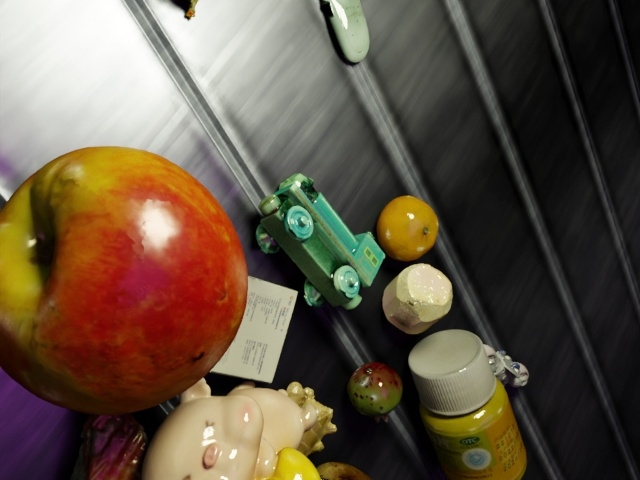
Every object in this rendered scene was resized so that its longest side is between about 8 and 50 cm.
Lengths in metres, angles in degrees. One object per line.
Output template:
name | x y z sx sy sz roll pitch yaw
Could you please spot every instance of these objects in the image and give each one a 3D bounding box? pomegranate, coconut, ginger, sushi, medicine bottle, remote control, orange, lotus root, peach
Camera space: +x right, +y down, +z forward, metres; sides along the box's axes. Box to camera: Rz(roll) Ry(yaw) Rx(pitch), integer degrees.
pomegranate | 0.137 0.352 1.250 0.159 0.129 0.129 42 70 -38
coconut | 0.227 0.141 1.289 0.147 0.153 0.147 9 59 -15
ginger | -0.037 0.413 1.153 0.115 0.081 0.205 14 85 -24
sushi | -0.360 0.428 0.903 0.124 0.130 0.332 10 82 -31
medicine bottle | 0.368 0.433 1.362 0.224 0.224 0.384 -34 113 -29
remote control | 0.047 -0.515 1.163 0.097 0.045 0.256 -31 109 -30
medicine bottle | -0.142 0.175 1.077 0.171 0.052 0.201 20 81 -35
orange | 0.208 -0.027 1.270 0.156 0.124 0.156 0 91 -37
lotus root | 0.050 0.589 1.195 0.314 0.141 0.169 34 79 -34
peach | -0.280 0.063 0.794 0.388 0.388 0.388 -3 96 -36

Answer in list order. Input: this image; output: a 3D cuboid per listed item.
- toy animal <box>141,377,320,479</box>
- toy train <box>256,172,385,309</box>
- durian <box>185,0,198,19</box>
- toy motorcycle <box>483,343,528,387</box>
toy animal | -0.147 0.345 0.904 0.247 0.277 0.345 60 40 -25
toy train | 0.000 0.000 1.125 0.298 0.120 0.194 51 45 -20
durian | -0.234 -0.496 0.938 0.146 0.102 0.208 -41 143 -45
toy motorcycle | 0.508 0.373 1.549 0.254 0.112 0.112 29 77 -35
